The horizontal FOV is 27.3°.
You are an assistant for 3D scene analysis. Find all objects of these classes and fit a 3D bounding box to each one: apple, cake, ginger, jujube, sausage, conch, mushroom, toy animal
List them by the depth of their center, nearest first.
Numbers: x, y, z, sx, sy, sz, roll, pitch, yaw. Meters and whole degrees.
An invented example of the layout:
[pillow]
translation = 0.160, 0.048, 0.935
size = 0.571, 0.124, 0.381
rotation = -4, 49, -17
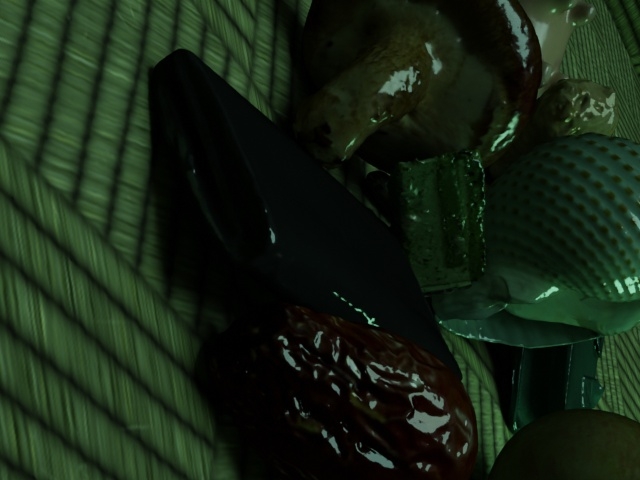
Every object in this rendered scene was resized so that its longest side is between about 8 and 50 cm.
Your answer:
[jujube]
translation = 0.020, 0.134, 1.062
size = 0.236, 0.168, 0.168
rotation = 40, 35, -25
[mushroom]
translation = 0.105, -0.168, 1.379
size = 0.267, 0.267, 0.255
rotation = 48, 33, -46
[cake]
translation = 0.121, -0.046, 1.417
size = 0.235, 0.100, 0.099
rotation = 79, 0, -54
[apple]
translation = 0.310, 0.312, 1.498
size = 0.257, 0.256, 0.234
rotation = 67, 20, -14
[sausage]
translation = 0.116, -0.019, 1.572
size = 0.269, 0.032, 0.033
rotation = 42, 37, -52
[conch]
translation = 0.288, 0.000, 1.588
size = 0.303, 0.319, 0.215
rotation = 74, 11, -60
[ginger]
translation = 0.322, -0.112, 1.819
size = 0.126, 0.190, 0.354
rotation = 56, -2, 21
[toy animal]
translation = 0.280, -0.349, 1.982
size = 0.237, 0.269, 0.326
rotation = 34, 75, -56

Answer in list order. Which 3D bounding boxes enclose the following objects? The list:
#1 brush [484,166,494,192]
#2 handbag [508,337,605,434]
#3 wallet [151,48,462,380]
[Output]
[brush]
translation = 0.204, -0.106, 1.811
size = 0.197, 0.059, 0.123
rotation = -54, 127, -62
[handbag]
translation = 0.343, 0.120, 1.819
size = 0.238, 0.089, 0.327
rotation = 20, 75, -64
[wallet]
translation = -0.001, 0.001, 1.193
size = 0.406, 0.062, 0.228
rotation = 40, 20, -55
